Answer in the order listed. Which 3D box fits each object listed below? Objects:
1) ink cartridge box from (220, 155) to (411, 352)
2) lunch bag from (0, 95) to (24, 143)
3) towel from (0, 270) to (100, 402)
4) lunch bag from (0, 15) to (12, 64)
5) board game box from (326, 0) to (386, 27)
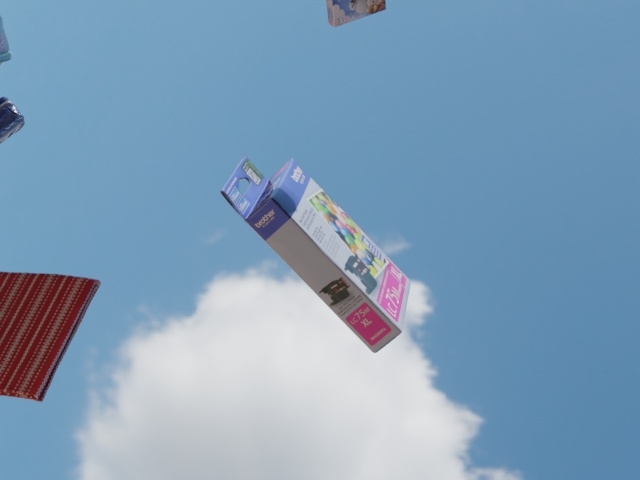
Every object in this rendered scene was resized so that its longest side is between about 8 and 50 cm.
[{"bbox_3d":[0.000,0.000,1.653,0.311,0.186,0.065,44,-70,-8],"label":"ink cartridge box"},{"bbox_3d":[-0.634,-0.230,2.289,0.065,0.098,0.067,47,-21,5],"label":"lunch bag"},{"bbox_3d":[-0.453,0.132,1.684,0.275,0.031,0.199,2,-123,34],"label":"towel"},{"bbox_3d":[-0.729,-0.346,2.212,0.279,0.224,0.108,-8,-80,21],"label":"lunch bag"},{"bbox_3d":[0.049,-0.355,1.647,0.020,0.090,0.090,41,-33,46],"label":"board game box"}]
